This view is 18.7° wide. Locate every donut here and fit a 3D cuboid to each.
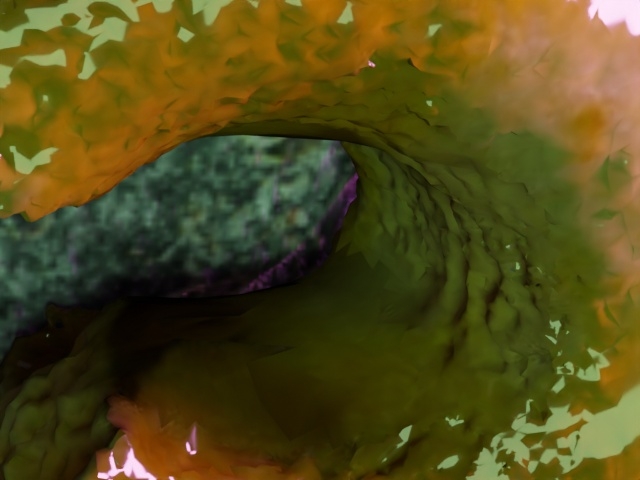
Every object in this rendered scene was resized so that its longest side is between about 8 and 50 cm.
[{"bbox_3d":[0.000,0.000,0.749,0.377,0.163,0.435,-11,121,-11],"label":"donut"}]
